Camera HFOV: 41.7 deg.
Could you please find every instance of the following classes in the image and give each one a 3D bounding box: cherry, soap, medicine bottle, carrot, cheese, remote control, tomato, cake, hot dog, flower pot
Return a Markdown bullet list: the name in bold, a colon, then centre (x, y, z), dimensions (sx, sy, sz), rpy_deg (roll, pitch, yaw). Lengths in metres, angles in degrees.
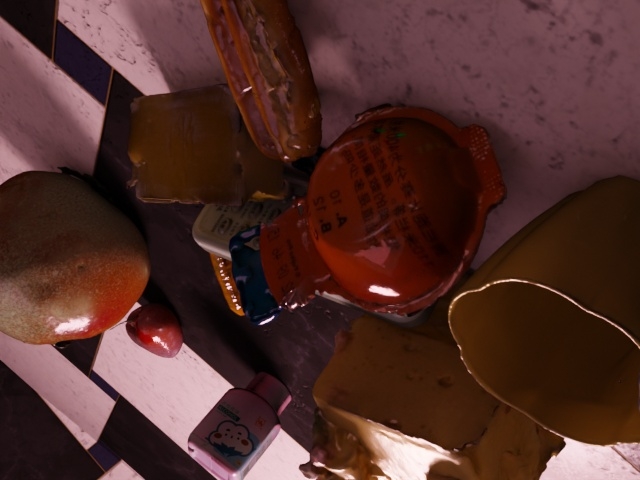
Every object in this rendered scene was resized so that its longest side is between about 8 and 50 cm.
- **cherry**: centre (-0.319, 0.168, 1.611), dimensions (0.106, 0.087, 0.126), rpy_deg (10, 156, 32)
- **soap**: centre (-0.139, -0.112, 0.998), dimensions (0.233, 0.076, 0.135), rpy_deg (5, 98, 45)
- **medicine bottle**: centre (-0.139, 0.330, 1.510), dimensions (0.119, 0.188, 0.094), rpy_deg (33, 149, 14)
- **carrot**: centre (-0.141, 0.050, 1.303), dimensions (0.042, 0.042, 0.170), rpy_deg (18, 139, 34)
- **cheese**: centre (0.034, -0.014, 0.851), dimensions (0.329, 0.129, 0.217), rpy_deg (-28, 68, 31)
- **remote control**: centre (0.007, -0.083, 0.967), dimensions (0.096, 0.014, 0.039), rpy_deg (29, 117, 23)
- **tomato**: centre (-0.445, 0.019, 1.409), dimensions (0.303, 0.303, 0.239), rpy_deg (33, 133, 15)
- **cake**: centre (0.134, 0.204, 0.935), dimensions (0.227, 0.286, 0.222), rpy_deg (14, 140, 39)
- **hot dog**: centre (-0.062, -0.199, 0.823), dimensions (0.115, 0.072, 0.269), rpy_deg (39, 150, 61)
- **remote control**: centre (0.000, 0.000, 0.989), dimensions (0.335, 0.128, 0.065), rpy_deg (19, 159, 34)
- **flower pot**: centre (0.236, 0.050, 0.726), dimensions (0.195, 0.179, 0.195), rpy_deg (28, 146, 22)

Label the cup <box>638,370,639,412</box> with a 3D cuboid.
- **cup**: centre (0.383, 0.076, 0.518), dimensions (0.311, 0.257, 0.331), rpy_deg (3, 134, 49)
